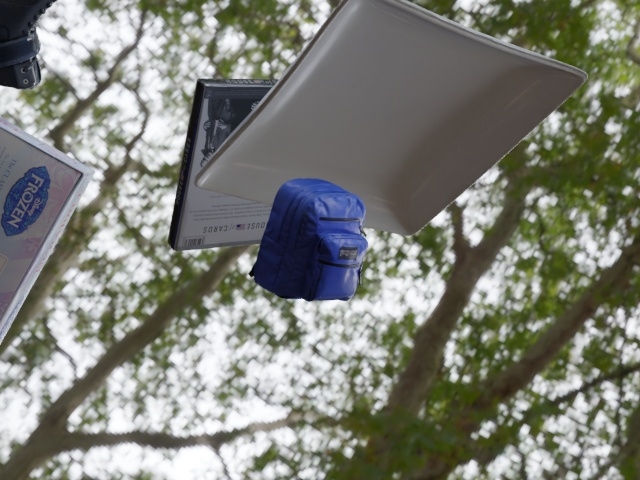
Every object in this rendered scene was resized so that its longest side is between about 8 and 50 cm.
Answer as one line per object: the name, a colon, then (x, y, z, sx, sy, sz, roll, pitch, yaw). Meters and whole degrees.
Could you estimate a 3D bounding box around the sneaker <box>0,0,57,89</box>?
sneaker: (-0.375, -0.297, 1.503, 0.226, 0.086, 0.163, -16, -64, 4)

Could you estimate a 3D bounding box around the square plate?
square plate: (0.077, -0.142, 1.315, 0.344, 0.049, 0.347, 12, -40, -34)

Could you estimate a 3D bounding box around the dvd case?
dvd case: (-0.100, -0.099, 1.483, 0.029, 0.179, 0.238, 45, -50, 45)

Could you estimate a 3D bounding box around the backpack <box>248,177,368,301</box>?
backpack: (0.000, 0.000, 1.160, 0.101, 0.098, 0.120, 24, -73, 42)

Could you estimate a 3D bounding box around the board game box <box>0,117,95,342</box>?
board game box: (-0.461, -0.016, 1.213, 0.318, 0.318, 0.066, 30, 5, -2)
